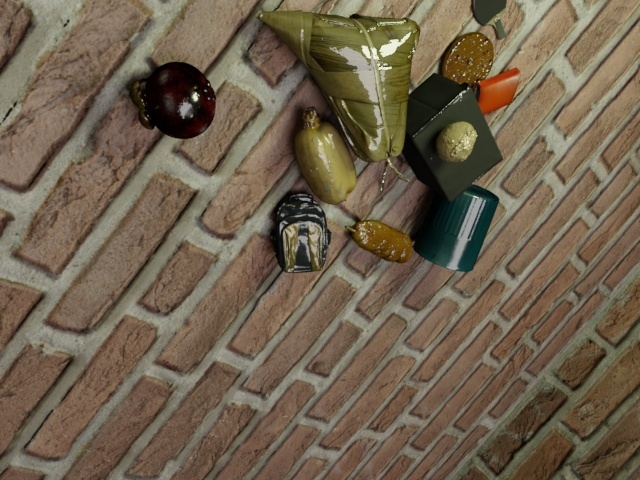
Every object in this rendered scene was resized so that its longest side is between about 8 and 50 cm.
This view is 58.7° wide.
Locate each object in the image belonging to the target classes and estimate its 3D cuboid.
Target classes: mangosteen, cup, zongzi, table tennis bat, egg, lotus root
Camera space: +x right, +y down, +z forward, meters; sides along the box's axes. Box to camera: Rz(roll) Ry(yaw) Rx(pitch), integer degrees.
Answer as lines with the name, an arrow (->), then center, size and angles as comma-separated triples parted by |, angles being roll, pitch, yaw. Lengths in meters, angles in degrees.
mangosteen -> -0.371, -0.357, 1.470 | 0.210, 0.210, 0.209 | -15, 125, -22
cup -> 0.534, -0.063, 2.139 | 0.308, 0.242, 0.292 | 5, 113, -29
zongzi -> 0.035, -0.398, 1.658 | 0.467, 0.218, 0.499 | -3, 110, -17
table tennis bat -> 0.567, -0.757, 1.874 | 0.130, 0.019, 0.220 | -40, 129, -1
egg -> 0.414, -0.298, 1.738 | 0.118, 0.116, 0.140 | -18, 157, -46
lotus root -> 0.007, -0.263, 1.772 | 0.169, 0.152, 0.342 | -45, 128, -24

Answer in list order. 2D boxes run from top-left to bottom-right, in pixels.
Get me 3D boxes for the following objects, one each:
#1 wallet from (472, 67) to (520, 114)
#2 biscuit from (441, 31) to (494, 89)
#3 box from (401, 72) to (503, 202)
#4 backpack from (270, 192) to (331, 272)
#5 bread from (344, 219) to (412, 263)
wallet -> 0.611, -0.518, 2.009 | 0.204, 0.045, 0.142 | -25, 139, -25
biscuit -> 0.495, -0.596, 1.918 | 0.212, 0.036, 0.212 | -15, 126, -21
box -> 0.410, -0.345, 1.915 | 0.251, 0.204, 0.345 | -41, 130, -1
backpack -> -0.066, -0.032, 1.887 | 0.206, 0.133, 0.258 | -5, 115, -13
bread -> 0.211, -0.004, 2.091 | 0.344, 0.084, 0.124 | 22, 88, -37
